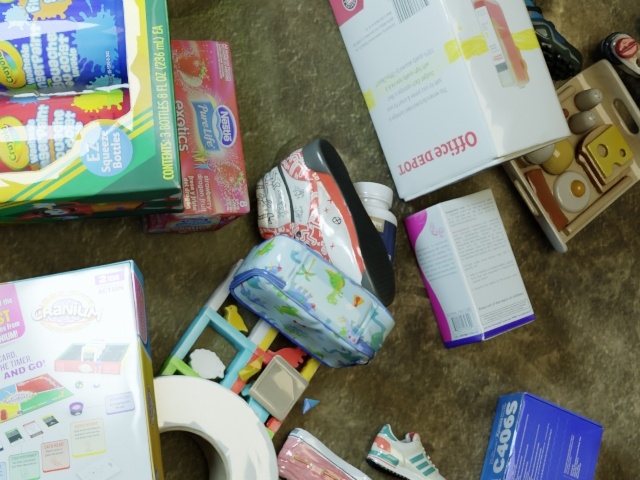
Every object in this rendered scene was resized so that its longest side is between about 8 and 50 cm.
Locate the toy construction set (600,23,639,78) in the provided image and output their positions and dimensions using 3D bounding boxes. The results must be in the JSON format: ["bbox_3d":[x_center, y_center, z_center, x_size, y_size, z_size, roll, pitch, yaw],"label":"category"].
[{"bbox_3d":[0.665,-0.299,2.201,0.257,0.309,0.237,-27,97,-23],"label":"toy construction set"}]

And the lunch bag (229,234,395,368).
[{"bbox_3d":[-0.015,0.092,1.786,0.219,0.176,0.090,38,69,-13],"label":"lunch bag"}]

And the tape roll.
[{"bbox_3d":[-0.205,0.320,1.694,0.286,0.100,0.286,2,85,-20],"label":"tape roll"}]

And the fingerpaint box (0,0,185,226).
[{"bbox_3d":[-0.378,-0.252,1.649,0.371,0.163,0.445,-4,80,-5],"label":"fingerpaint box"}]

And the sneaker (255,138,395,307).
[{"bbox_3d":[0.000,-0.001,1.857,0.090,0.145,0.270,1,62,-61],"label":"sneaker"}]

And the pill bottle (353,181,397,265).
[{"bbox_3d":[0.067,0.002,1.928,0.094,0.094,0.169,15,72,-24],"label":"pill bottle"}]

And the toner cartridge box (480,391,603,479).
[{"bbox_3d":[0.325,0.428,1.977,0.165,0.075,0.348,25,68,-19],"label":"toner cartridge box"}]

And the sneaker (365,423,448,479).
[{"bbox_3d":[0.149,0.333,1.917,0.161,0.057,0.075,27,73,-16],"label":"sneaker"}]

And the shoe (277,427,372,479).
[{"bbox_3d":[0.009,0.356,1.841,0.178,0.063,0.081,39,66,-9],"label":"shoe"}]

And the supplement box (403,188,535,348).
[{"bbox_3d":[0.232,0.044,1.994,0.114,0.111,0.220,-18,88,-29],"label":"supplement box"}]

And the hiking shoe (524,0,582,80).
[{"bbox_3d":[0.333,-0.390,2.141,0.304,0.113,0.132,33,67,-17],"label":"hiking shoe"}]

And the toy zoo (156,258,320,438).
[{"bbox_3d":[-0.101,0.164,1.842,0.192,0.030,0.293,41,64,-14],"label":"toy zoo"}]

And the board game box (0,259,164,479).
[{"bbox_3d":[-0.330,0.199,1.599,0.242,0.064,0.316,-9,68,2],"label":"board game box"}]

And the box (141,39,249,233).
[{"bbox_3d":[-0.192,-0.146,1.809,0.122,0.128,0.257,-3,79,-27],"label":"box"}]

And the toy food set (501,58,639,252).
[{"bbox_3d":[0.445,-0.147,2.157,0.306,0.092,0.220,-36,96,-28],"label":"toy food set"}]

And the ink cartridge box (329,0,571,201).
[{"bbox_3d":[0.187,-0.284,1.951,0.160,0.279,0.385,-18,88,-30],"label":"ink cartridge box"}]

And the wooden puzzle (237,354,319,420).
[{"bbox_3d":[-0.061,0.211,1.827,0.078,0.014,0.116,-44,100,-23],"label":"wooden puzzle"}]
